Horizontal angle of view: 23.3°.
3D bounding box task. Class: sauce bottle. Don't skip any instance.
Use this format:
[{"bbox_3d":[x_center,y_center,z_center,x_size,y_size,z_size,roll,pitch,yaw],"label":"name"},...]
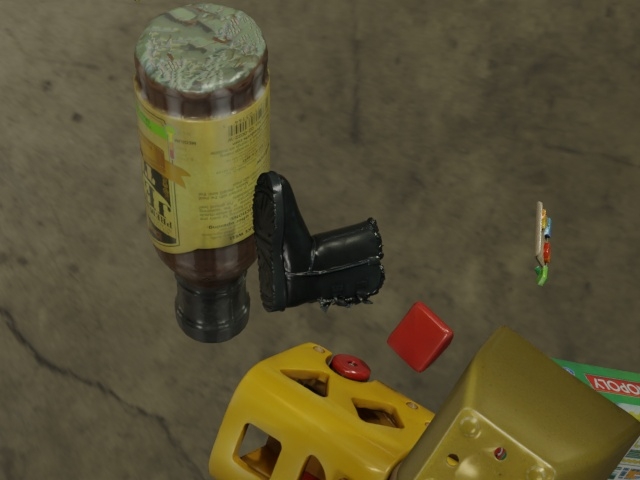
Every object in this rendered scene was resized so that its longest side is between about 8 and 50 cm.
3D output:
[{"bbox_3d":[-0.097,-0.040,1.331,0.111,0.111,0.344,-17,140,-17],"label":"sauce bottle"}]

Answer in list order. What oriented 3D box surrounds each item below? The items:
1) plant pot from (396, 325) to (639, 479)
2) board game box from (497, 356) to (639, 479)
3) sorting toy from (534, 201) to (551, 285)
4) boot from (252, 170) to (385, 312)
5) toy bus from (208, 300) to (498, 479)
[{"bbox_3d":[0.081,0.098,0.684,0.081,0.083,0.081,36,106,13],"label":"plant pot"},{"bbox_3d":[0.181,0.232,1.253,0.213,0.046,0.317,12,124,-33],"label":"board game box"},{"bbox_3d":[0.221,0.010,1.536,0.012,0.062,0.083,0,71,15],"label":"sorting toy"},{"bbox_3d":[0.000,0.000,1.228,0.099,0.045,0.121,-8,103,-23],"label":"boot"},{"bbox_3d":[0.028,0.152,0.971,0.104,0.202,0.191,-17,86,-58],"label":"toy bus"}]
